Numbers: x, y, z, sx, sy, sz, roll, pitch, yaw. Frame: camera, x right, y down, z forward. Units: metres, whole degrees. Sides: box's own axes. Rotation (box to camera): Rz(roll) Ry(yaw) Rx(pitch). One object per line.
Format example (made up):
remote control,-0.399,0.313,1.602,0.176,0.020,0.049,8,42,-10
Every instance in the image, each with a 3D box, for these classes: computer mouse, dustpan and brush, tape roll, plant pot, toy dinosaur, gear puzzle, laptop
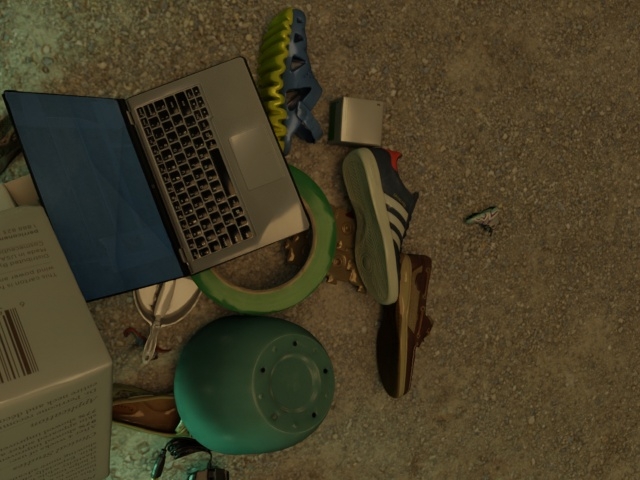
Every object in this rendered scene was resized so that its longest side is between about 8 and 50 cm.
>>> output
computer mouse,-0.270,0.530,1.317,0.184,0.060,0.262,12,103,-30
dustpan and brush,-0.331,0.146,1.297,0.147,0.060,0.211,19,87,-22
tape roll,-0.129,-0.008,1.310,0.321,0.077,0.321,1,85,-7
plant pot,-0.111,0.284,1.254,0.293,0.235,0.293,9,74,-32
toy dinosaur,-0.371,0.214,1.312,0.090,0.047,0.082,-26,95,-51
gear puzzle,0.000,0.000,1.423,0.339,0.044,0.175,19,81,-22
laptop,-0.271,-0.135,1.147,0.408,0.236,0.382,-21,86,-3

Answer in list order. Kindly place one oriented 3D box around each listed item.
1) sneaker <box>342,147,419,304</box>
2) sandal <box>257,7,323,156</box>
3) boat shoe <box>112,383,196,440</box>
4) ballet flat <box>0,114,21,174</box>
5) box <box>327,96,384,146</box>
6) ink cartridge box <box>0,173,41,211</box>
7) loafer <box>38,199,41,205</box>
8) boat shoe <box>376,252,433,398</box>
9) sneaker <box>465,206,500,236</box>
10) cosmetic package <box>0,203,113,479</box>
sneaker,0.157,-0.037,1.399,0.148,0.131,0.350,-11,97,-31
sandal,-0.059,-0.327,1.340,0.138,0.126,0.317,0,102,-25
boat shoe,-0.318,0.365,1.304,0.285,0.089,0.104,11,90,-22
ballet flat,-0.604,-0.181,1.176,0.250,0.058,0.084,-42,129,-7
box,0.078,-0.261,1.406,0.102,0.087,0.101,3,93,-21
ink cartridge box,-0.597,0.041,1.104,0.353,0.119,0.207,-28,148,-16
loafer,-0.534,-0.076,1.205,0.148,0.056,0.050,-17,106,-19
boat shoe,0.213,0.199,1.482,0.123,0.123,0.342,3,87,-20
sneaker,0.412,-0.040,1.578,0.098,0.038,0.069,-20,100,-18
cosmetic package,-0.533,0.218,0.962,0.329,0.393,0.327,-17,56,-33
